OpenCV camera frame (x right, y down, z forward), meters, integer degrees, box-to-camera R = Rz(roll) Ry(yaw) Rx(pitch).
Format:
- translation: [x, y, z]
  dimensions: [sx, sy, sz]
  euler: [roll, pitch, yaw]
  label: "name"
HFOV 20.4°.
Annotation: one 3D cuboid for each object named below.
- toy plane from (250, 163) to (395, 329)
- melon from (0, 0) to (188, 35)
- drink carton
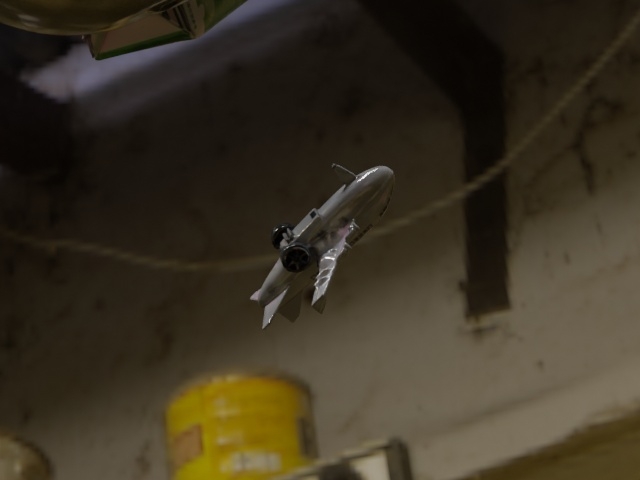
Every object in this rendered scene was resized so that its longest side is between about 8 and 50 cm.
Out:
- translation: [0.000, 0.000, 1.545]
  dimensions: [0.065, 0.162, 0.171]
  euler: [32, -80, -19]
  label: "toy plane"
- translation: [-0.146, -0.270, 0.919]
  dimensions: [0.268, 0.330, 0.268]
  euler: [-25, 3, 1]
  label: "melon"
- translation: [-0.128, -0.274, 1.613]
  dimensions: [0.108, 0.271, 0.161]
  euler: [-7, -69, 24]
  label: "drink carton"
